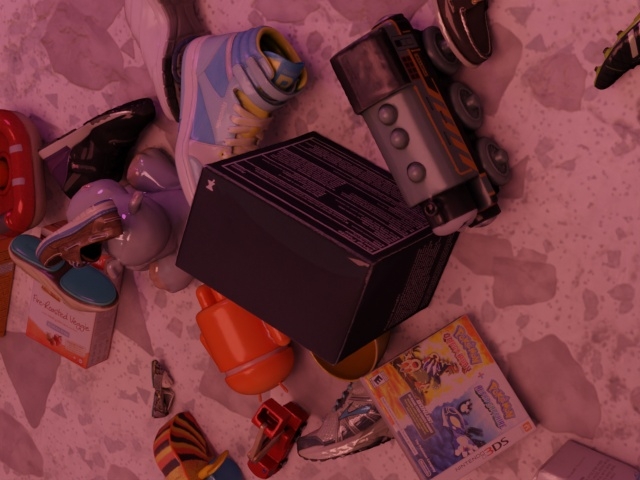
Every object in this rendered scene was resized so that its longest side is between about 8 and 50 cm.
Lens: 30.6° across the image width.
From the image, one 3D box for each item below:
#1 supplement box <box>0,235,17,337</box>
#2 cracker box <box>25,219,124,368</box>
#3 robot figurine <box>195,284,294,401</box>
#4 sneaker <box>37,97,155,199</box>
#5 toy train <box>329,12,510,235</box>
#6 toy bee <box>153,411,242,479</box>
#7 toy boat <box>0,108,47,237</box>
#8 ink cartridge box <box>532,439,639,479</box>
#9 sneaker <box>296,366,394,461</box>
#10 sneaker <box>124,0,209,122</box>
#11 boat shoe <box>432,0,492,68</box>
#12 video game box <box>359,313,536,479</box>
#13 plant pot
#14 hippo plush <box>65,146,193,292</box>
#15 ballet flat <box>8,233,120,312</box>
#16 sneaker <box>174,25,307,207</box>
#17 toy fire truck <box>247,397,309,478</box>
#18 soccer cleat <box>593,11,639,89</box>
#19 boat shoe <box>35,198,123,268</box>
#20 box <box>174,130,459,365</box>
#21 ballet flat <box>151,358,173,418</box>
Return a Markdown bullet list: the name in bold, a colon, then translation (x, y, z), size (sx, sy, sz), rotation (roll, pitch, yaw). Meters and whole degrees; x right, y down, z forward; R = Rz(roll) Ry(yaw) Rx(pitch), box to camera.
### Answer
- **supplement box**: translation (-0.651, 0.084, 2.266), size (0.078, 0.080, 0.233), rotation (26, 118, 26)
- **cracker box**: translation (-0.452, 0.099, 2.152), size (0.156, 0.067, 0.232), rotation (24, 114, 24)
- **robot figurine**: translation (-0.124, 0.161, 1.932), size (0.158, 0.128, 0.219), rotation (-26, 88, 7)
- **sneaker**: translation (-0.362, -0.153, 2.018), size (0.283, 0.107, 0.124), rotation (-20, 98, 43)
- **toy train**: translation (0.142, -0.161, 1.639), size (0.142, 0.190, 0.334), rotation (-26, 89, 35)
- **toy bee**: translation (-0.203, 0.444, 2.037), size (0.298, 0.162, 0.195), rotation (35, 117, 19)
- **toy boat**: translation (-0.587, -0.122, 2.099), size (0.151, 0.151, 0.231), rotation (-19, 75, 50)
- **ink cartridge box**: translation (0.442, 0.453, 1.657), size (0.306, 0.131, 0.226), rotation (23, 115, 26)
- **sneaker**: translation (0.075, 0.268, 1.866), size (0.283, 0.110, 0.122), rotation (-26, 77, 27)
- **sneaker**: translation (-0.253, -0.338, 1.905), size (0.129, 0.111, 0.297), rotation (-2, 99, 49)
- **boat shoe**: translation (0.195, -0.353, 1.619), size (0.069, 0.081, 0.227), rotation (-20, 90, 38)
- **video game box**: translation (0.190, 0.244, 1.741), size (0.205, 0.187, 0.048), rotation (58, 168, 5)
- **plant pot**: translation (0.057, 0.140, 1.827), size (0.134, 0.095, 0.134), rotation (14, 116, 32)
- **hippo plush**: translation (-0.286, -0.001, 1.919), size (0.294, 0.236, 0.234), rotation (26, 115, 24)
- **ballet flat**: translation (-0.448, 0.071, 2.064), size (0.248, 0.086, 0.086), rotation (32, 118, 23)
- **sneaker**: translation (-0.112, -0.181, 1.781), size (0.208, 0.127, 0.319), rotation (-11, 79, 39)
- **toy fire truck**: translation (-0.082, 0.332, 1.945), size (0.047, 0.135, 0.192), rotation (37, 119, 18)
- **soccer cleat**: translation (0.425, -0.258, 1.517), size (0.072, 0.060, 0.179), rotation (43, 118, 13)
- **boat shoe**: translation (-0.371, 0.007, 1.795), size (0.183, 0.066, 0.066), rotation (-33, 80, 38)
- **box**: translation (0.000, 0.000, 1.709), size (0.296, 0.294, 0.182), rotation (31, 117, 22)
- **ballet flat**: translation (-0.286, 0.269, 2.119), size (0.041, 0.041, 0.114), rotation (12, 109, 29)
